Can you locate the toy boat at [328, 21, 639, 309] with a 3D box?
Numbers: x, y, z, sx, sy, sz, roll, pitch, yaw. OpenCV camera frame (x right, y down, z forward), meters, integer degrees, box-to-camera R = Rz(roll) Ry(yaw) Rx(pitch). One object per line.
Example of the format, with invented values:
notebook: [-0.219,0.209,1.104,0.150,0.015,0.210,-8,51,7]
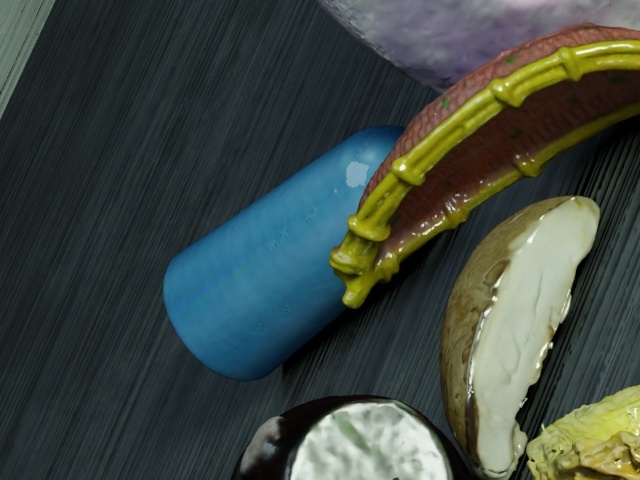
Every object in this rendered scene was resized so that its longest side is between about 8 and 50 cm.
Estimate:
toy boat: [0.130,-0.067,1.285,0.318,0.141,0.099,-30,63,19]

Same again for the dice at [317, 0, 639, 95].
dice: [0.141,-0.275,1.355,0.270,0.270,0.271,-45,28,35]

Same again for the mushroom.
mushroom: [0.124,0.061,1.286,0.210,0.072,0.094,-68,16,-12]

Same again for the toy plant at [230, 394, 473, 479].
toy plant: [0.016,0.207,1.259,0.235,0.175,0.218,102,-169,-65]

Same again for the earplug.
earplug: [0.000,0.000,1.546,0.273,0.132,0.132,-37,34,39]

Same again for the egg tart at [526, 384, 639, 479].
egg tart: [0.208,0.109,0.963,0.212,0.212,0.090,-7,99,62]
